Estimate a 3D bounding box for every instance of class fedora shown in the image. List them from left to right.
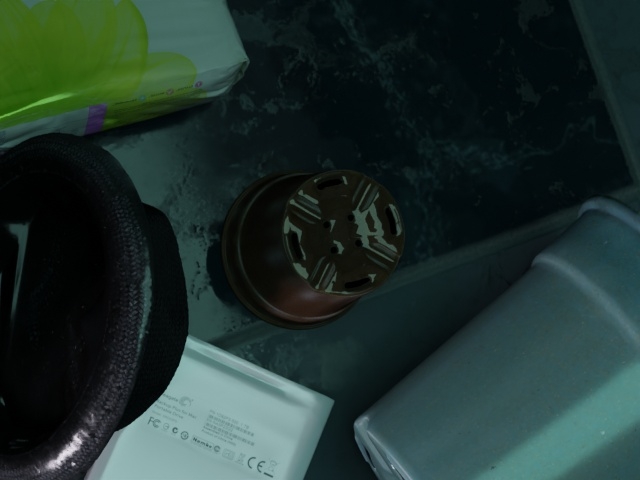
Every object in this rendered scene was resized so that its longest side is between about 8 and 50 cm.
[{"bbox_3d":[-0.225,0.070,1.768,0.152,0.334,0.334,7,81,-50],"label":"fedora"}]

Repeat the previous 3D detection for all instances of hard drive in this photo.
[{"bbox_3d":[-0.135,0.261,1.857,0.203,0.040,0.308,25,78,-13],"label":"hard drive"}]

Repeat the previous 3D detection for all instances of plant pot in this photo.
[{"bbox_3d":[0.000,0.000,1.861,0.167,0.165,0.167,2,83,-16],"label":"plant pot"},{"bbox_3d":[0.236,0.187,1.842,0.334,0.341,0.341,-35,95,-10],"label":"plant pot"}]

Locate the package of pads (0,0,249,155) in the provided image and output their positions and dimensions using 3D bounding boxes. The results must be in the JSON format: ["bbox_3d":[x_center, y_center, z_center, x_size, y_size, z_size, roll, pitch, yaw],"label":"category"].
[{"bbox_3d":[-0.239,-0.217,1.824,0.296,0.101,0.229,-17,78,-20],"label":"package of pads"}]
